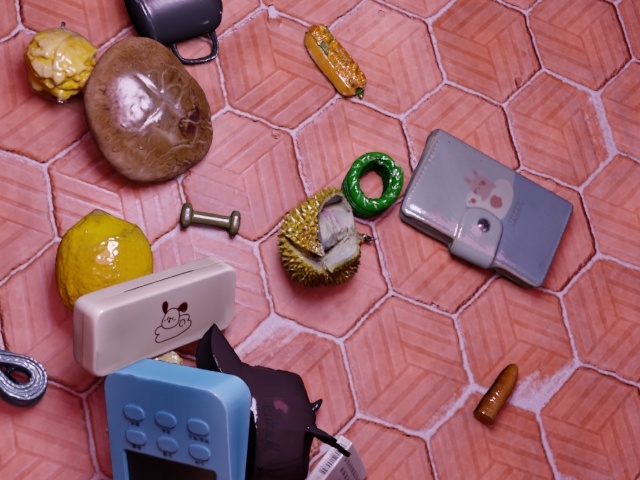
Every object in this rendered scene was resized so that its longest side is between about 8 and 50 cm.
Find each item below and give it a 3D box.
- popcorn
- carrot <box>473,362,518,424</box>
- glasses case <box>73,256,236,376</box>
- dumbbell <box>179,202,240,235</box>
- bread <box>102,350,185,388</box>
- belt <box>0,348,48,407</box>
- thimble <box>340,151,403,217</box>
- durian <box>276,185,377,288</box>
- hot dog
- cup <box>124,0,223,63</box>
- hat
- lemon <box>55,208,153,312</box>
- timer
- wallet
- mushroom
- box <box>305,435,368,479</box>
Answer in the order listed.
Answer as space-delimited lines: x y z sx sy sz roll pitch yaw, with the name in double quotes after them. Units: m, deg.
-0.489 -0.336 1.636 0.148 0.167 0.152 27 108 24 "popcorn"
0.362 0.305 1.731 0.048 0.048 0.139 39 69 -1 "carrot"
-0.284 0.128 1.508 0.313 0.070 0.131 -18 123 -46 "glasses case"
-0.215 -0.041 1.679 0.118 0.046 0.052 8 79 -12 "dumbbell"
-0.269 0.333 1.521 0.152 0.130 0.267 -29 82 18 "bread"
-0.621 0.203 1.494 0.302 0.072 0.087 24 68 -7 "belt"
0.106 -0.115 1.758 0.130 0.090 0.118 -35 85 -20 "thimble"
0.000 0.000 1.685 0.237 0.138 0.193 8 69 -56 "durian"
0.034 -0.382 1.831 0.072 0.055 0.188 -37 86 -22 "hot dog"
-0.288 -0.456 1.726 0.177 0.169 0.223 -26 114 -15 "cup"
-0.077 0.286 1.518 0.209 0.238 0.336 -18 85 -18 "hat"
-0.387 0.050 1.539 0.181 0.180 0.193 2 69 -14 "lemon"
-0.237 0.333 1.395 0.232 0.091 0.249 6 100 20 "timer"
0.351 -0.063 1.814 0.360 0.083 0.252 28 65 -4 "wallet"
-0.323 -0.248 1.648 0.278 0.146 0.278 4 83 -37 "mushroom"
-0.011 0.480 1.547 0.035 0.139 0.245 26 63 33 "box"
